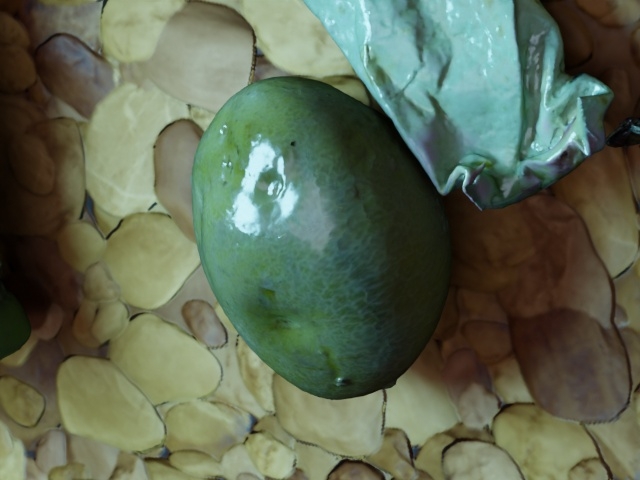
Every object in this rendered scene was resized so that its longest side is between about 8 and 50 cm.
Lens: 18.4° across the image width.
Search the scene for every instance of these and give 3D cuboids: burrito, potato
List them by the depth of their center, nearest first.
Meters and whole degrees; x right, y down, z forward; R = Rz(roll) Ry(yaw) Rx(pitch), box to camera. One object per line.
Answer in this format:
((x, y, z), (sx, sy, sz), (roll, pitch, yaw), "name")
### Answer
((0.086, -0.131, 1.286), (0.144, 0.089, 0.229), (-34, 85, 16), "burrito")
((0.000, 0.000, 1.333), (0.160, 0.178, 0.235), (-17, 121, -16), "potato")

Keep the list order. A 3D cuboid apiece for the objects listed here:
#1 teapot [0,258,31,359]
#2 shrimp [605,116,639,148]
((-0.361, -0.070, 1.436), (0.270, 0.200, 0.337), (-8, 102, -5), "teapot")
((0.241, -0.001, 1.270), (0.082, 0.076, 0.174), (-13, 92, 52), "shrimp")
